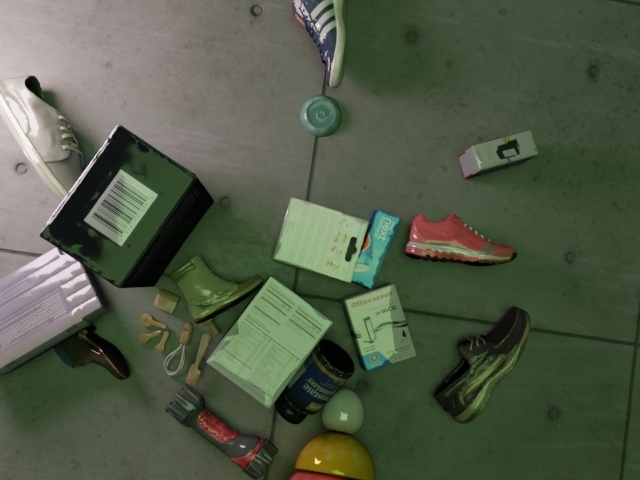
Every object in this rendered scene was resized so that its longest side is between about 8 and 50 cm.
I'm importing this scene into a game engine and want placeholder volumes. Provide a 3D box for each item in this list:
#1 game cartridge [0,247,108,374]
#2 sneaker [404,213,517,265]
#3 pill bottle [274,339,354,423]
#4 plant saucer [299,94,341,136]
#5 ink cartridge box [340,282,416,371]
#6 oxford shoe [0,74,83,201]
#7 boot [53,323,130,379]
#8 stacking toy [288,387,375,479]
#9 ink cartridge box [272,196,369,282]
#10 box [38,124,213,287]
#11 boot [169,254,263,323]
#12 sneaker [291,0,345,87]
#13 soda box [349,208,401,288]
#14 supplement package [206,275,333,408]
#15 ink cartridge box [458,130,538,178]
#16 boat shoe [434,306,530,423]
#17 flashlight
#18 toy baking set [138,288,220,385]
[{"bbox_3d":[-0.747,0.182,1.589,0.355,0.068,0.230,-31,75,-6],"label":"game cartridge"},{"bbox_3d":[0.392,-0.005,1.698,0.313,0.116,0.136,6,85,-4],"label":"sneaker"},{"bbox_3d":[-0.021,0.373,1.611,0.122,0.123,0.219,38,110,-2],"label":"pill bottle"},{"bbox_3d":[0.002,-0.352,1.732,0.119,0.021,0.120,0,86,-5],"label":"plant saucer"},{"bbox_3d":[0.155,0.233,1.679,0.148,0.086,0.203,-18,89,-5],"label":"ink cartridge box"},{"bbox_3d":[-0.691,-0.248,1.602,0.130,0.169,0.449,-33,85,-7],"label":"oxford shoe"},{"bbox_3d":[-0.602,0.307,1.624,0.219,0.082,0.106,45,95,9],"label":"boot"},{"bbox_3d":[0.041,0.621,1.577,0.350,0.351,0.480,14,69,-4],"label":"stacking toy"},{"bbox_3d":[0.000,0.000,1.687,0.224,0.056,0.181,17,85,1],"label":"ink cartridge box"},{"bbox_3d":[-0.440,-0.061,1.491,0.212,0.395,0.294,34,84,-1],"label":"box"},{"bbox_3d":[-0.277,0.104,1.655,0.213,0.077,0.165,-29,77,-20],"label":"boot"},{"bbox_3d":[-0.005,-0.588,1.702,0.148,0.131,0.350,-1,81,2],"label":"sneaker"},{"bbox_3d":[0.145,0.024,1.700,0.071,0.067,0.210,23,85,-3],"label":"soda box"},{"bbox_3d":[-0.131,0.252,1.597,0.198,0.199,0.263,37,84,-3],"label":"supplement package"},{"bbox_3d":[0.490,-0.236,1.713,0.175,0.127,0.073,-16,86,-6],"label":"ink cartridge box"},{"bbox_3d":[0.437,0.321,1.676,0.130,0.132,0.355,35,83,-2],"label":"boat shoe"},{"bbox_3d":[-0.257,0.497,1.625,0.304,0.103,0.103,40,58,-1],"label":"flashlight"},{"bbox_3d":[-0.373,0.252,1.665,0.196,0.030,0.256,-42,85,0],"label":"toy baking set"}]
